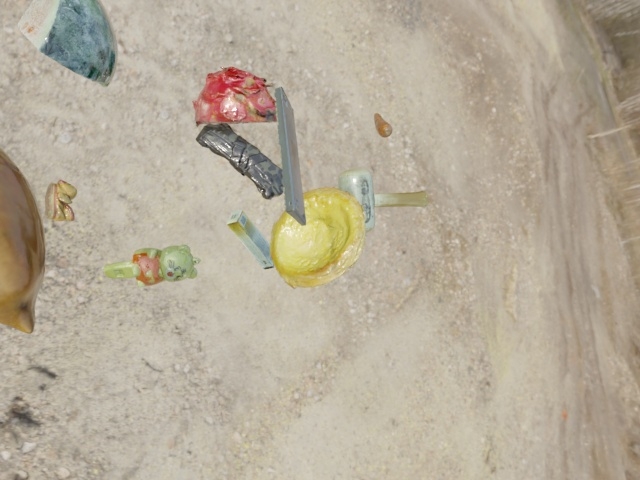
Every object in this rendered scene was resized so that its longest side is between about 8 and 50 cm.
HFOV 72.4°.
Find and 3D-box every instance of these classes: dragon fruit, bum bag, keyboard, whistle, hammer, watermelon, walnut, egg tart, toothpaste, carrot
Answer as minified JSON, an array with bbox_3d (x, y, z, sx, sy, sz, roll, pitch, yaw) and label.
[{"bbox_3d":[-0.365,-0.609,1.877,0.386,0.371,0.249,-116,-154,-71],"label":"dragon fruit"},{"bbox_3d":[-0.249,-0.273,1.450,0.340,0.095,0.144,40,52,0],"label":"bum bag"},{"bbox_3d":[-0.038,-0.108,0.561,0.055,0.014,0.176,44,37,-66],"label":"keyboard"},{"bbox_3d":[-0.509,0.080,1.332,0.106,0.288,0.131,-104,-172,-49],"label":"whistle"},{"bbox_3d":[0.204,-0.129,1.372,0.305,0.113,0.202,-6,99,-17],"label":"hammer"},{"bbox_3d":[-0.656,-0.512,1.113,0.289,0.213,0.320,-88,180,-46],"label":"watermelon"},{"bbox_3d":[-0.485,-0.017,0.595,0.209,0.209,0.336,-39,101,-49],"label":"walnut"},{"bbox_3d":[0.000,0.000,1.244,0.120,0.315,0.315,41,46,-53],"label":"egg tart"},{"bbox_3d":[-0.295,0.001,1.951,0.313,0.071,0.089,55,33,-37],"label":"toothpaste"},{"bbox_3d":[0.202,-0.394,1.470,0.048,0.048,0.216,48,18,-27],"label":"carrot"}]

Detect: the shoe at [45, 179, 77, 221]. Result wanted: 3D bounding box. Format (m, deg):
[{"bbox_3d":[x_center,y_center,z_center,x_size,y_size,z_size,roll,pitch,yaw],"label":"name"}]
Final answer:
[{"bbox_3d":[-0.664,-0.097,1.120,0.069,0.072,0.109,18,37,-44],"label":"shoe"}]
